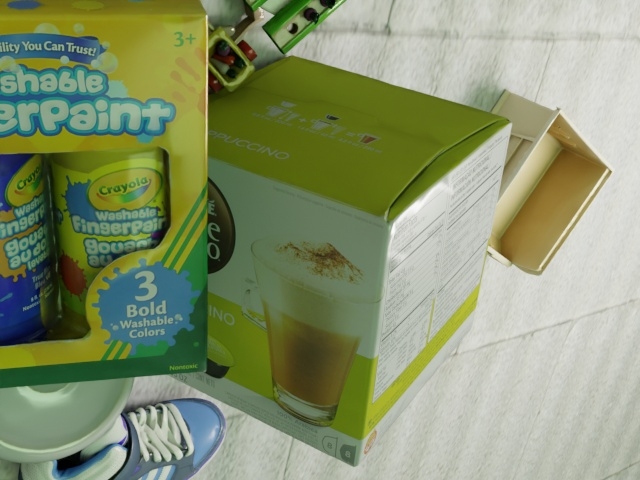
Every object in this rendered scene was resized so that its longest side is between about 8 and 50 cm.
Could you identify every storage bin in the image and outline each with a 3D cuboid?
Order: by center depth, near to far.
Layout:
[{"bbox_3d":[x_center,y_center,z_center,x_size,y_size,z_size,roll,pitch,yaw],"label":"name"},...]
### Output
[{"bbox_3d":[0.362,-0.092,1.686,0.262,0.123,0.260,29,95,-49],"label":"storage bin"}]

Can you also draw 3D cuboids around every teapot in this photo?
[{"bbox_3d":[-0.364,0.148,1.147,0.256,0.187,0.252,42,65,-23],"label":"teapot"}]

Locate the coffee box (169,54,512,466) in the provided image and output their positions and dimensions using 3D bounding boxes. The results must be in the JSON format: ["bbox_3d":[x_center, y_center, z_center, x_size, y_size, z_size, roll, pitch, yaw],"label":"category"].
[{"bbox_3d":[0.000,0.000,1.180,0.338,0.338,0.334,-38,141,-49],"label":"coffee box"}]

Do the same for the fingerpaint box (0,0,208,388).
[{"bbox_3d":[-0.333,-0.048,0.889,0.445,0.163,0.371,-3,116,-13],"label":"fingerpaint box"}]

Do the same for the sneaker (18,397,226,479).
[{"bbox_3d":[-0.256,0.281,1.307,0.323,0.130,0.236,-18,159,-27],"label":"sneaker"}]

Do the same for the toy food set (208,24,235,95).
[{"bbox_3d":[-0.158,-0.173,1.186,0.132,0.038,0.192,-21,141,-32],"label":"toy food set"}]

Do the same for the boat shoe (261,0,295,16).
[{"bbox_3d":[-0.096,-0.331,1.138,0.184,0.063,0.066,21,103,-30],"label":"boat shoe"}]

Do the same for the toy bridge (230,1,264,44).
[{"bbox_3d":[-0.152,-0.247,1.177,0.188,0.026,0.063,-31,136,-23],"label":"toy bridge"}]

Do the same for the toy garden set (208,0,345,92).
[{"bbox_3d":[-0.101,-0.306,1.079,0.204,0.049,0.244,-42,122,-2],"label":"toy garden set"}]
